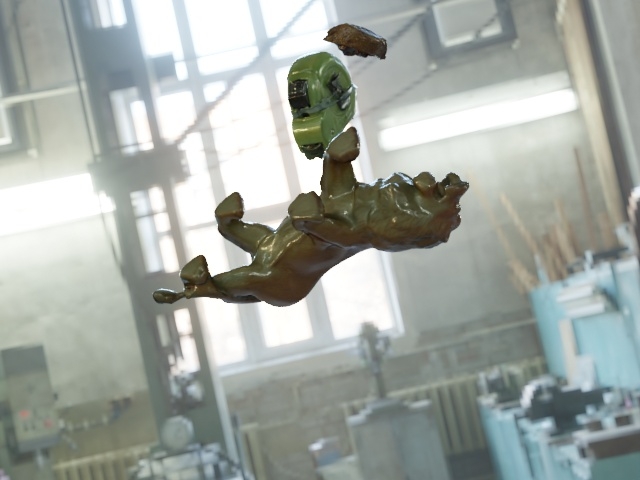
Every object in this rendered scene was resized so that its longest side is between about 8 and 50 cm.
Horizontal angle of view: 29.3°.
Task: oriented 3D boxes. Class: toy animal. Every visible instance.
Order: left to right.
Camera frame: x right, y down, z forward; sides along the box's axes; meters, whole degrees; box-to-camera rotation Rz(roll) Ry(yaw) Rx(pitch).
[{"bbox_3d":[0.000,0.000,1.216,0.312,0.097,0.157,-30,-50,25],"label":"toy animal"}]

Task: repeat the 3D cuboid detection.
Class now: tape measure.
[{"bbox_3d":[0.004,-0.252,2.137,0.087,0.154,0.177,-8,31,32],"label":"tape measure"}]

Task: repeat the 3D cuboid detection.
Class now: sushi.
[{"bbox_3d":[0.054,-0.289,1.788,0.099,0.047,0.050,21,18,-7],"label":"sushi"}]
